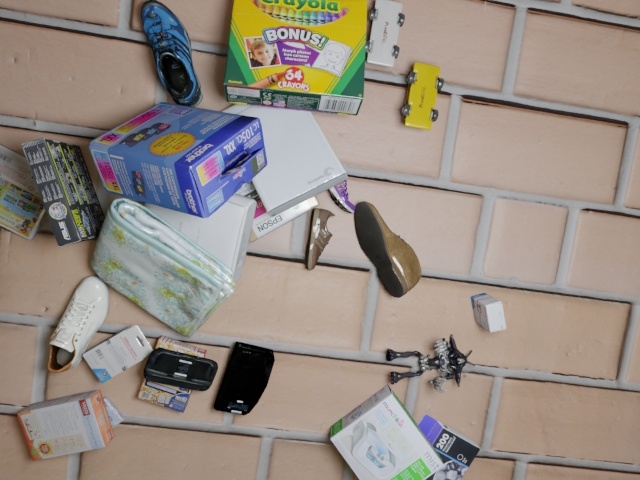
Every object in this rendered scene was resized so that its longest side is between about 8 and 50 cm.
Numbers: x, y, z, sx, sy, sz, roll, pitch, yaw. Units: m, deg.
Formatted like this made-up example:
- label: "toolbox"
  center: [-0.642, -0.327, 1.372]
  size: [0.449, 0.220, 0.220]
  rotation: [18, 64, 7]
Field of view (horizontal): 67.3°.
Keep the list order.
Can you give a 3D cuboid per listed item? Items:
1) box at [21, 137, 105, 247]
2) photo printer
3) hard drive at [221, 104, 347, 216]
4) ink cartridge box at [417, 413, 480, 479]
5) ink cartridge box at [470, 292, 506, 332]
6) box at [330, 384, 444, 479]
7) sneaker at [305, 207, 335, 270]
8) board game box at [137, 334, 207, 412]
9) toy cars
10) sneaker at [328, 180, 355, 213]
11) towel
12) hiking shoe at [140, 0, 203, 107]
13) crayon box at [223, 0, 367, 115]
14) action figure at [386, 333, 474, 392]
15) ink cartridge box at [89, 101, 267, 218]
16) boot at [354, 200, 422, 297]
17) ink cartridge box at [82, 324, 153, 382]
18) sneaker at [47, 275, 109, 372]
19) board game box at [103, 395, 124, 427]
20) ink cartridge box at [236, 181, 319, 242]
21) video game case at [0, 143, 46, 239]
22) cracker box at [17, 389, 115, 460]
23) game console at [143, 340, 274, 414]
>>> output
- label: "box"
  center: [-0.672, -0.128, 1.291]
  size: [0.060, 0.216, 0.269]
  rotation: [-17, 98, -2]
- label: "photo printer"
  center: [-0.349, -0.041, 1.336]
  size: [0.308, 0.107, 0.255]
  rotation: [20, 111, 10]
- label: "hard drive"
  center: [-0.109, -0.264, 1.328]
  size: [0.233, 0.047, 0.352]
  rotation: [-27, 70, -2]
- label: "ink cartridge box"
  center: [0.372, 0.695, 1.546]
  size: [0.208, 0.045, 0.206]
  rotation: [31, 93, -5]
- label: "ink cartridge box"
  center: [0.511, 0.219, 1.468]
  size: [0.052, 0.122, 0.088]
  rotation: [-13, 96, -3]
- label: "box"
  center: [0.198, 0.623, 1.468]
  size: [0.231, 0.127, 0.261]
  rotation: [-36, 86, 1]
- label: "sneaker"
  center: [0.000, 0.000, 1.434]
  size: [0.071, 0.066, 0.188]
  rotation: [7, 97, -11]
- label: "board game box"
  center: [-0.446, 0.402, 1.449]
  size: [0.147, 0.045, 0.193]
  rotation: [21, 94, -6]
- label: "toy cars"
  center: [0.232, -0.499, 1.395]
  size: [0.177, 0.087, 0.393]
  rotation: [-32, 94, -6]
- label: "sneaker"
  center: [0.058, -0.156, 1.424]
  size: [0.071, 0.068, 0.169]
  rotation: [-34, 97, -6]
- label: "towel"
  center: [-0.441, 0.091, 1.311]
  size: [0.375, 0.090, 0.320]
  rotation: [38, 132, -7]
- label: "hiking shoe"
  center: [-0.406, -0.518, 1.314]
  size: [0.113, 0.132, 0.303]
  rotation: [-23, 97, -2]
- label: "crayon box"
  center: [-0.063, -0.519, 1.311]
  size: [0.364, 0.106, 0.312]
  rotation: [4, 76, -5]
- label: "action figure"
  center: [0.348, 0.377, 1.465]
  size: [0.276, 0.141, 0.163]
  rotation: [-6, 85, -2]
- label: "ink cartridge box"
  center: [-0.321, -0.207, 1.200]
  size: [0.396, 0.270, 0.151]
  rotation: [16, 134, 24]
- label: "boot"
  center: [0.203, 0.013, 1.452]
  size: [0.115, 0.112, 0.305]
  rotation: [-28, 93, -32]
- label: "ink cartridge box"
  center: [-0.587, 0.326, 1.422]
  size: [0.180, 0.060, 0.104]
  rotation: [-30, 97, -1]
- label: "sneaker"
  center: [-0.694, 0.246, 1.376]
  size: [0.106, 0.123, 0.289]
  rotation: [19, 93, -4]
- label: "board game box"
  center: [-0.659, 0.535, 1.458]
  size: [0.090, 0.020, 0.090]
  rotation: [-37, 97, 2]
- label: "ink cartridge box"
  center: [-0.148, -0.132, 1.398]
  size: [0.235, 0.088, 0.193]
  rotation: [-30, 96, -2]
- label: "video game case"
  center: [-0.881, -0.143, 1.369]
  size: [0.227, 0.026, 0.206]
  rotation: [29, 93, -8]
- label: "cracker box"
  center: [-0.744, 0.542, 1.414]
  size: [0.233, 0.067, 0.155]
  rotation: [-13, 97, 7]
- label: "game console"
  center: [-0.326, 0.387, 1.422]
  size: [0.362, 0.044, 0.213]
  rotation: [19, 94, -20]
